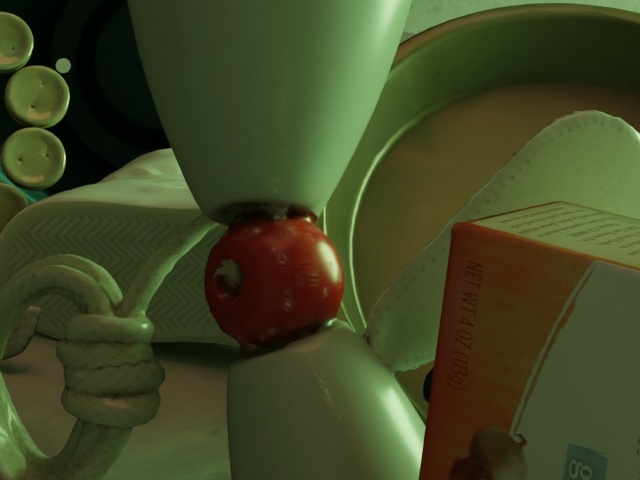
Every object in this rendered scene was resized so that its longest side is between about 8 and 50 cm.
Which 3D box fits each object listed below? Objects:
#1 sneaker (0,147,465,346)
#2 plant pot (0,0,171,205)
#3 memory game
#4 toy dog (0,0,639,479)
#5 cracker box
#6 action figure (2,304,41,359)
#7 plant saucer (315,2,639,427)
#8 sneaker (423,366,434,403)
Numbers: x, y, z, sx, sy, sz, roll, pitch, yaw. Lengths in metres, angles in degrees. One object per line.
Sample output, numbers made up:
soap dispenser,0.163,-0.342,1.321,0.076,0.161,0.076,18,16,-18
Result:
sneaker,0.000,0.000,0.794,0.292,0.108,0.169,8,17,11
plant pot,-0.109,-0.133,1.007,0.271,0.272,0.255,5,0,-5
memory game,-0.232,-0.065,0.837,0.186,0.186,0.012,4,-17,-13
toy dog,0.006,-0.049,0.533,0.220,0.334,0.161,14,13,39
cracker box,0.134,0.092,0.378,0.232,0.156,0.067,16,17,34
action figure,-0.231,-0.019,0.569,0.178,0.341,0.330,-17,-17,10
plant saucer,0.127,0.010,0.658,0.278,0.041,0.278,5,54,-7
sneaker,0.117,0.026,0.580,0.188,0.067,0.078,-33,72,-24
